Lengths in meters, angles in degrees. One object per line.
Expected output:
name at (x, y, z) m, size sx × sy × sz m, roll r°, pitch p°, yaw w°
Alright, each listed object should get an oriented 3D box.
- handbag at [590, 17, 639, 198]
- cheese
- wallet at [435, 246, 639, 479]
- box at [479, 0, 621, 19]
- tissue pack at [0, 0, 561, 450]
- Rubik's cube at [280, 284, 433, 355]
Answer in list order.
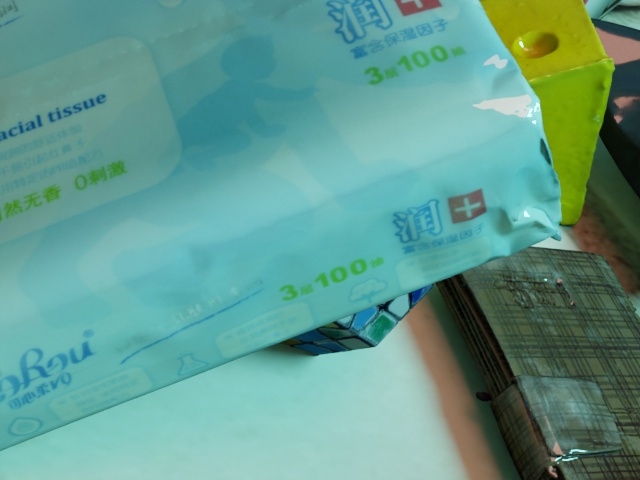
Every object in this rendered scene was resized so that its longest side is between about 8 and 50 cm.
handbag at (0.273, -0.048, 0.740) m, size 0.254 × 0.088 × 0.211 m, roll 6°, pitch 49°, yaw -39°
cheese at (0.068, -0.077, 0.671) m, size 0.171 × 0.126 × 0.093 m, roll -5°, pitch 47°, yaw -7°
wallet at (0.139, 0.094, 0.555) m, size 0.124 × 0.042 × 0.230 m, roll 5°, pitch 47°, yaw -31°
box at (0.152, -0.348, 0.811) m, size 0.312 × 0.300 × 0.314 m, roll 38°, pitch 42°, yaw 9°
tissue pack at (-0.062, -0.039, 0.444) m, size 0.263 × 0.089 × 0.177 m, roll -20°, pitch 55°, yaw -3°
Rubik's cube at (0.000, 0.000, 0.529) m, size 0.111 × 0.111 × 0.093 m, roll -17°, pitch 34°, yaw -40°
